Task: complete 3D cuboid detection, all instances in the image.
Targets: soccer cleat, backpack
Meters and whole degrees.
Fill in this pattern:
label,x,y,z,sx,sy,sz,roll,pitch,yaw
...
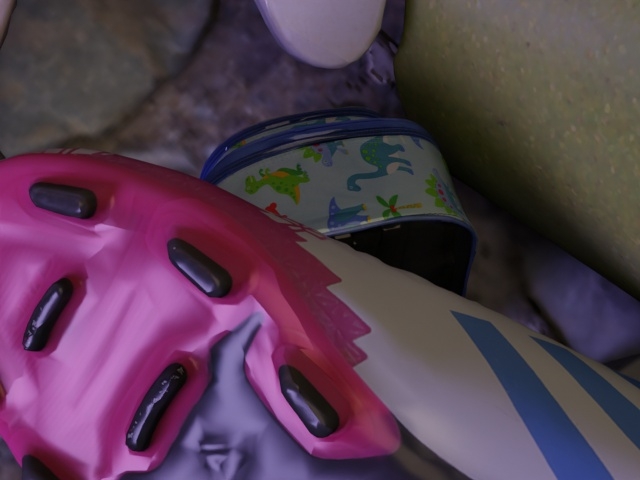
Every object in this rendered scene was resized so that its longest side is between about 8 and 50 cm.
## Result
label,x,y,z,sx,sy,sz,roll,pitch,yaw
soccer cleat,0.034,0.072,0.498,0.331,0.143,0.116,29,107,13
backpack,0.000,0.000,0.583,0.105,0.114,0.084,-11,62,-13

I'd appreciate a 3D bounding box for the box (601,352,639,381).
label,x,y,z,sx,sy,sz,roll,pitch,yaw
box,0.102,0.112,0.597,0.101,0.087,0.102,-34,89,-15

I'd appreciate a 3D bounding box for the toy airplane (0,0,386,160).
label,x,y,z,sx,sy,sz,roll,pitch,yaw
toy airplane,-0.140,-0.190,0.529,0.386,0.272,0.384,-40,119,-20

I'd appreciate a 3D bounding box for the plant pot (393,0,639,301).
label,x,y,z,sx,sy,sz,roll,pitch,yaw
plant pot,0.170,-0.063,0.535,0.276,0.254,0.276,-22,125,-35
